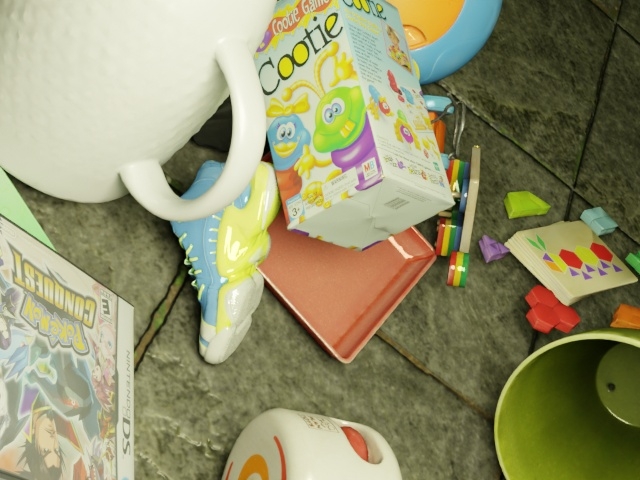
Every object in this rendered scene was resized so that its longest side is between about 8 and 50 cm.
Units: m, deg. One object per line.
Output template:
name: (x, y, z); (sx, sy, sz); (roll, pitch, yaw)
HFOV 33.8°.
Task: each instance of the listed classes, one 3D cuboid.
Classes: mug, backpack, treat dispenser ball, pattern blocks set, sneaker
mug: (-0.184, -0.197, 1.123); (0.276, 0.328, 0.374); (-12, 70, -51)
backpack: (-0.106, -0.214, 1.363); (0.115, 0.152, 0.182); (27, 39, -28)
treat dispenser ball: (0.116, -0.362, 1.500); (0.288, 0.288, 0.288); (18, 55, -27)
pattern blocks set: (0.375, 0.031, 1.584); (0.325, 0.026, 0.285); (-2, 46, -34)
sneaker: (-0.126, 0.016, 1.223); (0.126, 0.091, 0.240); (16, 85, 11)

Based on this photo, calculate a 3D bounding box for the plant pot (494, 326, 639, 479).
plant pot: (0.409, 0.226, 1.406); (0.275, 0.275, 0.293); (59, 28, 7)

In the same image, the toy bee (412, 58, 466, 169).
toy bee: (0.096, -0.157, 1.380); (0.162, 0.298, 0.195); (6, 70, 2)

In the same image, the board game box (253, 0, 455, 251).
board game box: (0.029, -0.148, 1.226); (0.144, 0.142, 0.275); (17, 53, -50)

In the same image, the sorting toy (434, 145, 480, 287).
sorting toy: (0.188, -0.051, 1.448); (0.046, 0.132, 0.274); (8, 26, 6)

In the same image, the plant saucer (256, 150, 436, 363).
plant saucer: (0.000, 0.000, 1.366); (0.259, 0.048, 0.258); (47, 47, -3)

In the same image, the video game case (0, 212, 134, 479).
video game case: (-0.257, 0.130, 1.003); (0.275, 0.035, 0.248); (49, 31, -58)

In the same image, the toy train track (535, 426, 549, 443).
toy train track: (0.284, 0.249, 1.451); (0.083, 0.014, 0.048); (49, 41, -10)

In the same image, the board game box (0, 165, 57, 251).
board game box: (-0.438, -0.059, 1.078); (0.213, 0.046, 0.317); (-30, 84, -44)

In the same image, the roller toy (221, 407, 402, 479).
roller toy: (-0.020, 0.272, 1.090); (0.146, 0.191, 0.209); (17, 56, -27)
